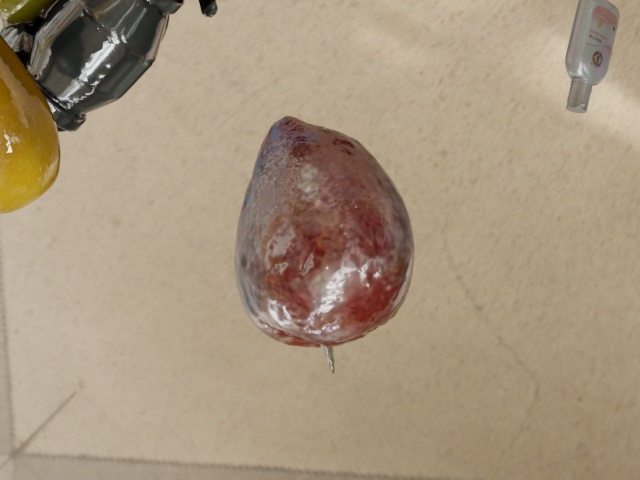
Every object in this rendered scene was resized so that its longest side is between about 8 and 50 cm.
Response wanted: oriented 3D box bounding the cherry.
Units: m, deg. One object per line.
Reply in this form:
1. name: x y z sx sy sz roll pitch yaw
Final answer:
1. cherry: 0.000 0.000 1.429 0.203 0.230 0.300 -9 82 -7

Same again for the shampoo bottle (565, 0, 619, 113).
1. shampoo bottle: 0.385 -0.265 1.808 0.040 0.080 0.165 5 78 50

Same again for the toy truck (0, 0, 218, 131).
1. toy truck: -0.135 -0.187 0.890 0.224 0.165 0.147 -36 134 20

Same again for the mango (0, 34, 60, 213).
1. mango: -0.227 -0.100 0.778 0.184 0.085 0.102 58 168 3
